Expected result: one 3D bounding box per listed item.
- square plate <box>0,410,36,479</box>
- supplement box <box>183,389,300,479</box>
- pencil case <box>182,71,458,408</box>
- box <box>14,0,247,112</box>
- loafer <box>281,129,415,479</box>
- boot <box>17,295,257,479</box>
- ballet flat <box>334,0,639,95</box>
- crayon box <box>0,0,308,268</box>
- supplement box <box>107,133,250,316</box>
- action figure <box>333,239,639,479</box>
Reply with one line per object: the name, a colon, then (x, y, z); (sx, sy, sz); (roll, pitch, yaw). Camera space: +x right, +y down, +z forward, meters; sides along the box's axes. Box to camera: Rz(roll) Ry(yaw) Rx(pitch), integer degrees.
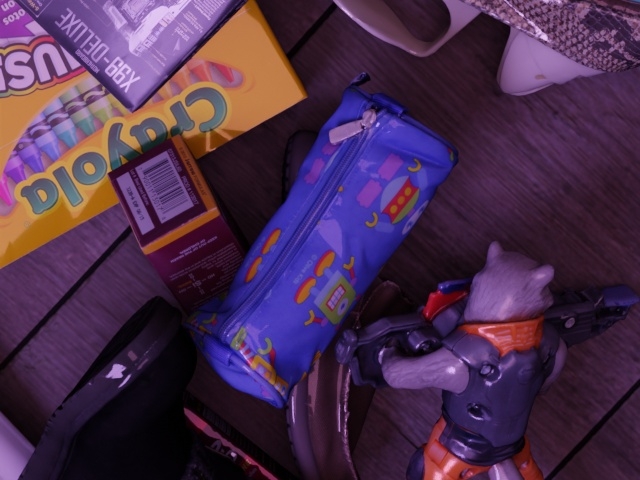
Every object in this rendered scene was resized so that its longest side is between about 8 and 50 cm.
square plate: (-0.386, 0.332, 1.859); (0.344, 0.049, 0.347); (-40, 111, 3)
supplement box: (-0.093, 0.265, 1.897); (0.239, 0.073, 0.130); (38, 93, -5)
pencil case: (0.000, 0.000, 1.732); (0.119, 0.133, 0.306); (31, 82, 30)
box: (-0.189, -0.303, 1.694); (0.307, 0.076, 0.242); (43, 111, -6)
loafer: (0.028, 0.076, 1.853); (0.130, 0.134, 0.365); (0, 96, -2)
boot: (-0.113, 0.207, 1.719); (0.260, 0.348, 0.131); (35, 56, -1)
ballet flat: (0.150, -0.247, 1.836); (0.483, 0.164, 0.182); (24, 115, 1)
crayon box: (-0.245, -0.187, 1.829); (0.363, 0.106, 0.313); (-29, 96, 0)
supplement box: (-0.117, 0.003, 1.805); (0.081, 0.188, 0.104); (-28, 53, 1)
action figure: (0.195, 0.153, 1.815); (0.341, 0.178, 0.330); (-15, 120, -25)
